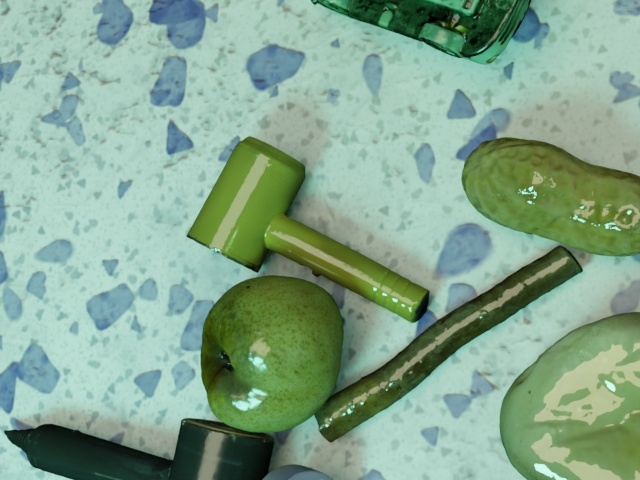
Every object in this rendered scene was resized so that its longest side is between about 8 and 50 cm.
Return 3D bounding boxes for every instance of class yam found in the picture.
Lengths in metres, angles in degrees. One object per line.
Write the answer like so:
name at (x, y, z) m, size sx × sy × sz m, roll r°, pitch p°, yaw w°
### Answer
yam at (0.132, 0.109, 1.343) m, size 0.326 × 0.045 × 0.045 m, roll -35°, pitch 110°, yaw 10°

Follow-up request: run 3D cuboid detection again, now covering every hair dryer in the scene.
hair dryer at (-0.225, 0.276, 1.423) m, size 0.352 × 0.107 × 0.189 m, roll 9°, pitch 84°, yaw 29°
hair dryer at (0.000, 0.000, 1.400) m, size 0.278 × 0.090 × 0.135 m, roll 28°, pitch 87°, yaw 16°

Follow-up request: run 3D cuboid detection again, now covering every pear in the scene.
pear at (-0.054, 0.117, 1.343) m, size 0.167 × 0.136 × 0.167 m, roll -4°, pitch 86°, yaw 61°

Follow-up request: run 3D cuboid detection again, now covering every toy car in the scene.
toy car at (0.118, -0.280, 1.386) m, size 0.306 × 0.125 × 0.136 m, roll 28°, pitch 95°, yaw 45°

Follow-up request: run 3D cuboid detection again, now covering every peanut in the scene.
peanut at (0.249, -0.044, 1.297) m, size 0.226 × 0.108 × 0.095 m, roll 20°, pitch 81°, yaw 21°

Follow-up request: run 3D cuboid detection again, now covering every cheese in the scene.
cheese at (0.291, 0.174, 1.233) m, size 0.235 × 0.117 × 0.218 m, roll 10°, pitch 81°, yaw 18°

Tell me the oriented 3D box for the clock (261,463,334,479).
clock at (-0.050, 0.336, 1.312) m, size 0.198 × 0.172 × 0.064 m, roll -39°, pitch 27°, yaw -29°
